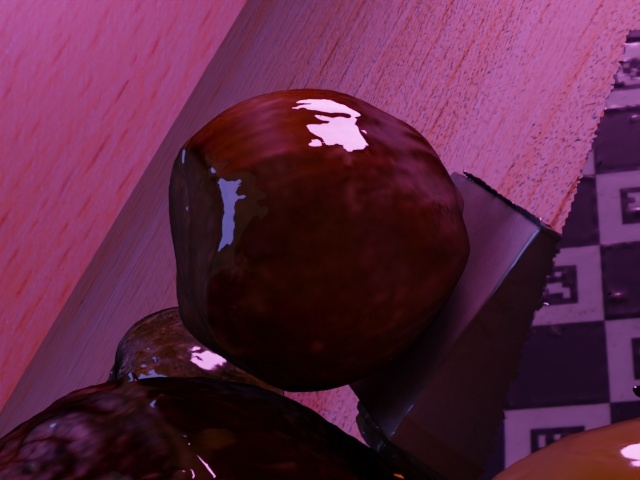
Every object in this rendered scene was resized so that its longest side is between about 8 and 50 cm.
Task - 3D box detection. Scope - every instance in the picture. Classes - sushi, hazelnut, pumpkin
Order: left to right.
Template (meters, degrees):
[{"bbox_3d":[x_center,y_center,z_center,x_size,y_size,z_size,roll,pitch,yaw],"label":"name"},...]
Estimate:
[{"bbox_3d":[-0.121,0.157,1.367,0.224,0.157,0.223,-158,90,-81],"label":"pumpkin"},{"bbox_3d":[0.000,0.000,0.783,0.143,0.143,0.154,-55,26,10],"label":"hazelnut"},{"bbox_3d":[0.189,-0.008,0.688,0.043,0.192,0.279,74,-149,-45],"label":"sushi"}]

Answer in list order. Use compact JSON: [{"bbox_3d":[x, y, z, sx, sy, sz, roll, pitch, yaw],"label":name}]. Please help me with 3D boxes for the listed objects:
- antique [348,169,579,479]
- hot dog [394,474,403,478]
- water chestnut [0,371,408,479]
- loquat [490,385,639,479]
[{"bbox_3d":[0.103,0.070,0.829,0.148,0.152,0.147,-54,16,3],"label":"antique"},{"bbox_3d":[0.008,0.198,1.058,0.188,0.055,0.072,-45,17,42],"label":"hot dog"},{"bbox_3d":[-0.050,0.225,0.784,0.350,0.302,0.350,-2,87,53],"label":"water chestnut"},{"bbox_3d":[0.105,0.172,0.482,0.244,0.244,0.244,-52,16,21],"label":"loquat"}]
